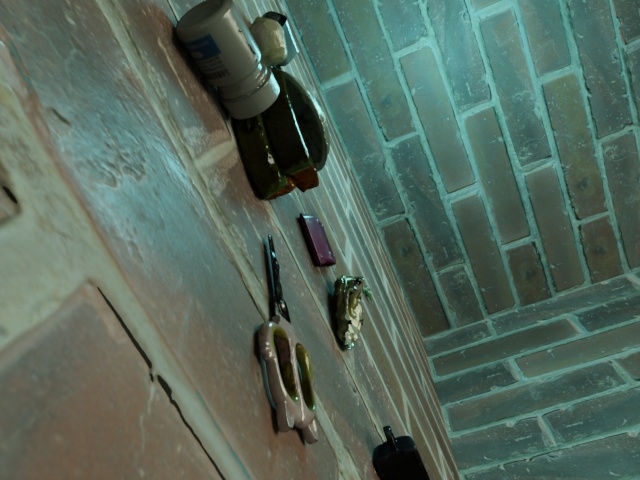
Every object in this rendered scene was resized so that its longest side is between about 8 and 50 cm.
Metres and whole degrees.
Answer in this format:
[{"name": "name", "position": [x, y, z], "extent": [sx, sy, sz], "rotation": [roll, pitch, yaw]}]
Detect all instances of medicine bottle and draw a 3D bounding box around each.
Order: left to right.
[{"name": "medicine bottle", "position": [-0.148, -0.294, 0.743], "extent": [0.168, 0.105, 0.105], "rotation": [56, 17, -46]}]

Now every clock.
[{"name": "clock", "position": [-0.046, -0.264, 0.998], "extent": [0.236, 0.053, 0.236], "rotation": [43, -28, 30]}]

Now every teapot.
[{"name": "teapot", "position": [0.162, 0.444, 0.906], "extent": [0.096, 0.087, 0.177], "rotation": [-79, 146, -78]}]

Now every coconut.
[{"name": "coconut", "position": [-0.143, -0.526, 1.196], "extent": [0.110, 0.110, 0.124], "rotation": [-46, 121, -78]}]

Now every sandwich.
[{"name": "sandwich", "position": [-0.077, -0.190, 0.873], "extent": [0.292, 0.109, 0.212], "rotation": [-99, 163, -48]}]

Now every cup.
[{"name": "cup", "position": [-0.147, -0.617, 1.386], "extent": [0.128, 0.095, 0.129], "rotation": [31, -12, 27]}]

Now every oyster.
[{"name": "oyster", "position": [0.057, 0.149, 1.019], "extent": [0.132, 0.072, 0.208], "rotation": [64, 30, -53]}]

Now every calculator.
[{"name": "calculator", "position": [0.000, 0.000, 1.089], "extent": [0.190, 0.034, 0.126], "rotation": [14, 54, -78]}]

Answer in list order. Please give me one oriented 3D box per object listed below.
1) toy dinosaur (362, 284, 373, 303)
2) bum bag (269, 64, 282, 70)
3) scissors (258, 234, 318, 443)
[{"name": "toy dinosaur", "position": [0.163, 0.185, 1.552], "extent": [0.083, 0.021, 0.062], "rotation": [65, 18, 3]}, {"name": "bum bag", "position": [-0.137, -0.512, 1.371], "extent": [0.057, 0.034, 0.124], "rotation": [57, 14, -18]}, {"name": "scissors", "position": [-0.052, 0.114, 0.644], "extent": [0.160, 0.024, 0.317], "rotation": [54, 18, -51]}]
